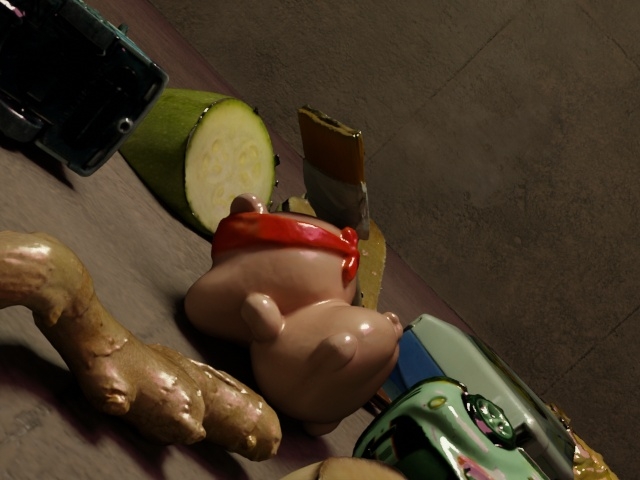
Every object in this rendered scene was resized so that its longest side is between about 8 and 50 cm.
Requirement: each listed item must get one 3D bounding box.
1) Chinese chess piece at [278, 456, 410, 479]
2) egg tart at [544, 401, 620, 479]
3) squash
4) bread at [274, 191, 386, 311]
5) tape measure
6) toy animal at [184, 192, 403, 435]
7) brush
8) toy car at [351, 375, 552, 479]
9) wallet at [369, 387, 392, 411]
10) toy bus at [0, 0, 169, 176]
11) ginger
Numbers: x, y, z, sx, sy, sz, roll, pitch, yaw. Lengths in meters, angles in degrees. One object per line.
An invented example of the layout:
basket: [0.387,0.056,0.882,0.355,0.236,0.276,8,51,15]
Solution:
Chinese chess piece: [0.049,0.223,0.393,0.257,0.104,0.257,44,7,-7]
egg tart: [0.393,0.380,1.344,0.345,0.132,0.345,47,8,-8]
squash: [-0.203,-0.101,1.074,0.261,0.189,0.189,7,-17,34]
bread: [0.012,0.013,1.286,0.207,0.056,0.286,40,27,-9]
tape measure: [0.210,0.235,1.089,0.262,0.138,0.259,40,11,-37]
toy animal: [-0.023,0.057,0.734,0.197,0.171,0.171,59,13,29]
brush: [0.020,0.016,0.829,0.085,0.020,0.336,32,-33,33]
toy car: [0.138,0.252,0.639,0.306,0.136,0.125,49,21,17]
wallet: [0.011,0.134,0.965,0.176,0.026,0.095,43,2,-33]
toy bus: [-0.280,-0.192,0.718,0.271,0.133,0.165,37,7,-37]
ginger: [-0.113,0.072,0.482,0.288,0.075,0.089,43,12,-48]
